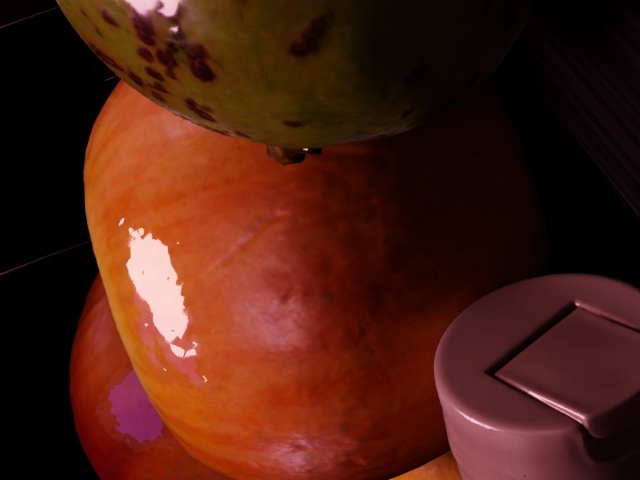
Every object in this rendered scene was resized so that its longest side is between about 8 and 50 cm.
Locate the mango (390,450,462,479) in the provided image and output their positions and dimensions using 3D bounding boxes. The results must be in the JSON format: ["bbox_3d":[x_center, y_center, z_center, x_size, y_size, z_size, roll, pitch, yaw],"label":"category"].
[{"bbox_3d":[0.119,0.180,0.816,0.157,0.109,0.262,30,-166,-44],"label":"mango"}]

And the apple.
[{"bbox_3d":[0.000,0.000,0.764,0.286,0.233,0.286,161,90,-89],"label":"apple"}]

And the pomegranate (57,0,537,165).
[{"bbox_3d":[-0.006,-0.157,0.564,0.211,0.211,0.263,-125,40,-65],"label":"pomegranate"}]

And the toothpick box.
[{"bbox_3d":[0.124,0.115,0.647,0.111,0.111,0.180,-120,11,-56],"label":"toothpick box"}]

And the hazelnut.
[{"bbox_3d":[-0.073,0.090,1.309,0.366,0.366,0.365,159,90,-83],"label":"hazelnut"}]
